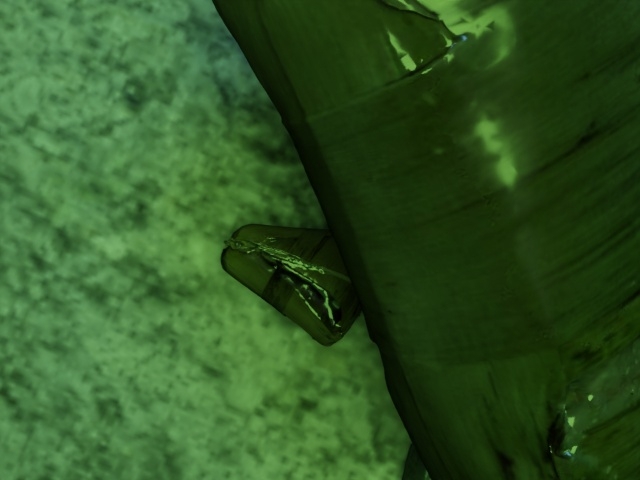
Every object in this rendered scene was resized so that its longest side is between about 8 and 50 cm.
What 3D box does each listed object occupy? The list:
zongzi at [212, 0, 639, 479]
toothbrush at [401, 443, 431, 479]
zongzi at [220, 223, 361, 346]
[{"bbox_3d":[0.154,-0.063,0.647,0.360,0.160,0.323,-32,112,-31],"label":"zongzi"},{"bbox_3d":[0.025,0.240,0.670,0.030,0.030,0.297,17,87,-33],"label":"toothbrush"},{"bbox_3d":[0.000,0.000,0.661,0.076,0.040,0.083,37,74,0],"label":"zongzi"}]
